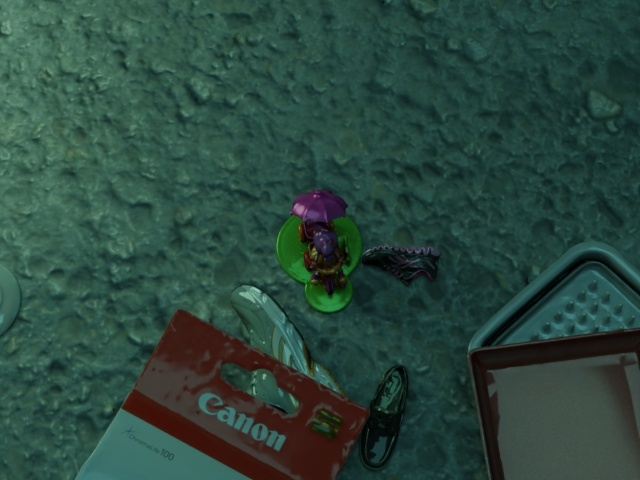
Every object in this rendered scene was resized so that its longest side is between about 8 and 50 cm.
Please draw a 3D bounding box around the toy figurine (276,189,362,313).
[{"bbox_3d":[0.000,0.000,1.741,0.130,0.159,0.173,-10,68,-2],"label":"toy figurine"}]

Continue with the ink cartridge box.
[{"bbox_3d":[-0.148,0.323,1.579,0.308,0.091,0.385,29,82,-1],"label":"ink cartridge box"}]

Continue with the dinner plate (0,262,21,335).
[{"bbox_3d":[-0.516,0.089,1.797,0.141,0.017,0.141,-1,67,3],"label":"dinner plate"}]

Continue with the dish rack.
[{"bbox_3d":[0.401,0.192,1.696,0.285,0.072,0.333,-40,72,-13],"label":"dish rack"}]

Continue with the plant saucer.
[{"bbox_3d":[0.341,0.257,1.608,0.259,0.047,0.259,-7,66,0],"label":"plant saucer"}]

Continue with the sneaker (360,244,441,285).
[{"bbox_3d":[0.119,0.037,1.788,0.119,0.047,0.057,1,79,4],"label":"sneaker"}]

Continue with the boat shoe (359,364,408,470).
[{"bbox_3d":[0.088,0.244,1.694,0.056,0.049,0.152,11,68,6],"label":"boat shoe"}]

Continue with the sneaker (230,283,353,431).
[{"bbox_3d":[-0.067,0.180,1.704,0.121,0.099,0.262,-35,69,-8],"label":"sneaker"}]
